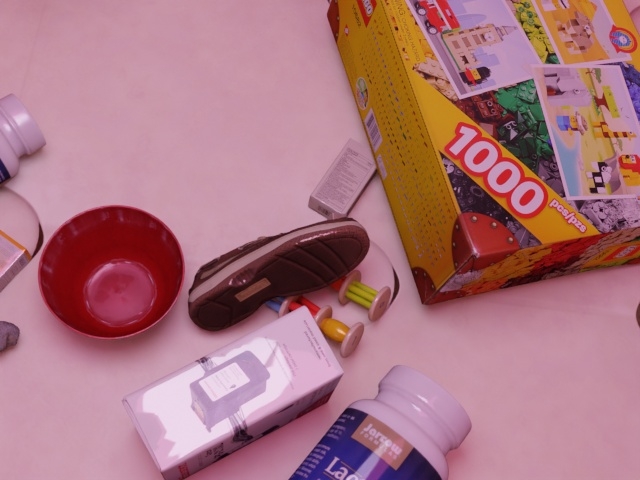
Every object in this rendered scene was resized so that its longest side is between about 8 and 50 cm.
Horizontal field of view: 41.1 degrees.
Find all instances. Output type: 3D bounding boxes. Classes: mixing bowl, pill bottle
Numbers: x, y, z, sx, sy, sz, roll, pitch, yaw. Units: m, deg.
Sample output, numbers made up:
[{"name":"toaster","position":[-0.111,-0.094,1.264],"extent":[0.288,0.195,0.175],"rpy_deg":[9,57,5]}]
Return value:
[{"name":"mixing bowl","position":[-0.266,0.054,1.118],"extent":[0.182,0.098,0.181],"rpy_deg":[2,68,-5]},{"name":"pill bottle","position":[0.058,0.289,1.028],"extent":[0.153,0.153,0.264],"rpy_deg":[38,69,9]},{"name":"pill bottle","position":[-0.477,-0.117,1.158],"extent":[0.187,0.112,0.112],"rpy_deg":[-36,76,-18]}]

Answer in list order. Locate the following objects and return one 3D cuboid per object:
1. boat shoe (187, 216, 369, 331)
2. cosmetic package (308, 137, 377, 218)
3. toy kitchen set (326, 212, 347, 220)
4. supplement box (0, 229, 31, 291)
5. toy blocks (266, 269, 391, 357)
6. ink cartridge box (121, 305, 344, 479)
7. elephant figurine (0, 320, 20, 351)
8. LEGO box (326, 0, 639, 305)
[{"name":"boat shoe","position":[-0.062,0.023,1.123],"extent":[0.258,0.095,0.095],"rpy_deg":[-23,38,9]},{"name":"cosmetic package","position":[0.036,-0.085,1.239],"extent":[0.060,0.041,0.115],"rpy_deg":[33,68,7]},{"name":"toy kitchen set","position":[0.000,0.000,1.199],"extent":[0.083,0.075,0.068],"rpy_deg":[2,82,-47]},{"name":"supplement box","position":[-0.445,0.037,1.138],"extent":[0.062,0.036,0.098],"rpy_deg":[35,68,8]},{"name":"toy blocks","position":[0.003,0.078,1.162],"extent":[0.148,0.054,0.123],"rpy_deg":[27,57,21]},{"name":"ink cartridge box","position":[-0.105,0.194,1.038],"extent":[0.237,0.172,0.100],"rpy_deg":[-26,73,-15]},{"name":"elephant figurine","position":[-0.541,0.105,1.056],"extent":[0.239,0.186,0.169],"rpy_deg":[-39,33,-30]},{"name":"LEGO box","position":[0.265,-0.194,1.207],"extent":[0.373,0.193,0.500],"rpy_deg":[-10,69,-18]}]
